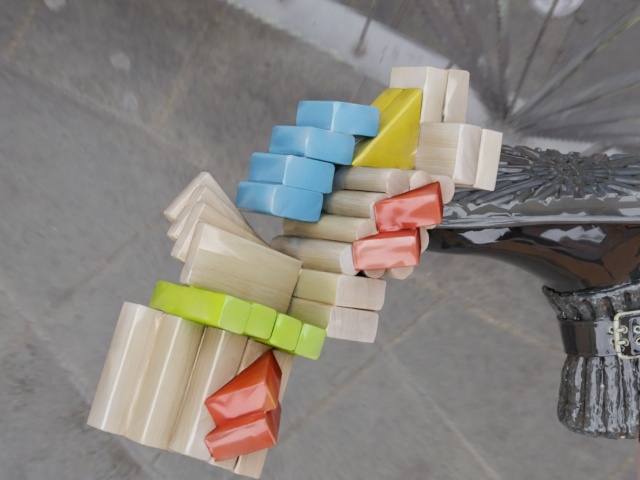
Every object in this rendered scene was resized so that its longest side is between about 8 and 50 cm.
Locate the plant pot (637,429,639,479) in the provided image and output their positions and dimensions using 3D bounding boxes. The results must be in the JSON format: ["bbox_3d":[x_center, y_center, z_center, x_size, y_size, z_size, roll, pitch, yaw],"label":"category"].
[{"bbox_3d":[0.239,0.112,0.515,0.275,0.243,0.274,2,96,20],"label":"plant pot"}]

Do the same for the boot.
[{"bbox_3d":[0.224,0.055,1.318,0.348,0.131,0.260,2,114,0],"label":"boot"}]

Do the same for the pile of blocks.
[{"bbox_3d":[0.000,0.000,0.919,0.362,0.113,0.149,-53,123,-21],"label":"pile of blocks"}]
